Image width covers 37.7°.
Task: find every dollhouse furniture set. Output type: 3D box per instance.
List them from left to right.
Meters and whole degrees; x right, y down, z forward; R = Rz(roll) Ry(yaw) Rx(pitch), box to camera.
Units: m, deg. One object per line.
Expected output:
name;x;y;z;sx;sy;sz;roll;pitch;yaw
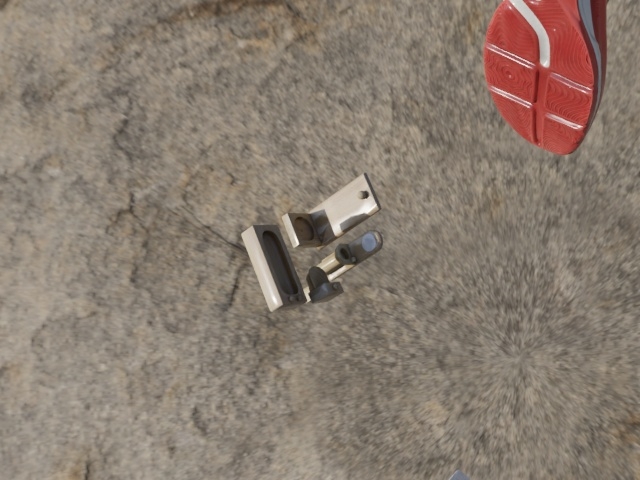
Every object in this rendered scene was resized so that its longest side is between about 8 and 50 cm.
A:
dollhouse furniture set;0.000;0.000;1.244;0.123;0.151;0.144;-34;70;35

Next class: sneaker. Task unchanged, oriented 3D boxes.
sneaker;0.165;-0.160;0.559;0.128;0.221;0.087;-41;56;-21

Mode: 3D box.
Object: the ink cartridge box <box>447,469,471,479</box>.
ink cartridge box;0.116;0.309;0.902;0.092;0.143;0.090;41;122;16
